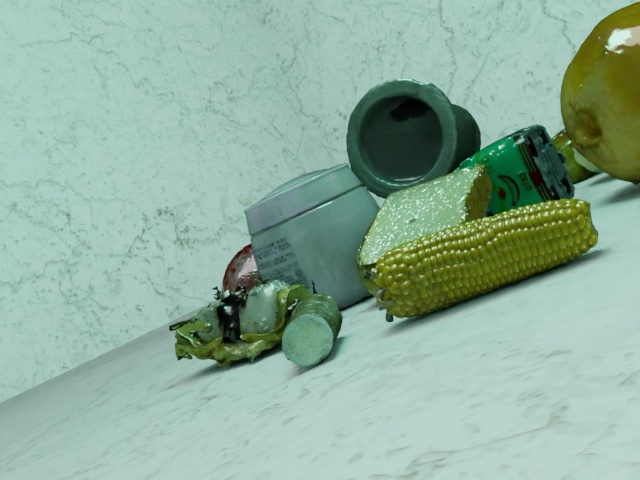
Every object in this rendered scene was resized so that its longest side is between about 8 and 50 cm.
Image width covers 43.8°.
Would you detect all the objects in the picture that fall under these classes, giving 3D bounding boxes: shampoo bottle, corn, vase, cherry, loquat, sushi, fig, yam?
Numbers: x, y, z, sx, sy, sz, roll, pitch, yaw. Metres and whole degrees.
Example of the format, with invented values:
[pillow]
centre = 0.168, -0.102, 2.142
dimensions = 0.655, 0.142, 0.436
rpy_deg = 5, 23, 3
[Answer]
[shampoo bottle]
centre = 0.000, 0.000, 1.573
dimensions = 0.273, 0.266, 0.273
rpy_deg = -23, 4, 1
[corn]
centre = 0.213, 0.019, 1.058
dimensions = 0.305, 0.106, 0.106
rpy_deg = -21, 2, 14
[vase]
centre = 0.218, -0.202, 1.680
dimensions = 0.245, 0.245, 0.291
rpy_deg = -21, -7, 26
[cherry]
centre = -0.127, 0.093, 1.762
dimensions = 0.249, 0.192, 0.175
rpy_deg = -34, -26, -46
[loquat]
centre = 0.590, -0.261, 1.410
dimensions = 0.328, 0.328, 0.328
rpy_deg = -22, 2, 1
[sushi]
centre = -0.139, 0.142, 1.358
dimensions = 0.291, 0.131, 0.139
rpy_deg = -12, 6, 31
[fig]
centre = 0.662, -0.232, 2.058
dimensions = 0.144, 0.154, 0.166
rpy_deg = -54, -13, -66
[yam]
centre = -0.010, 0.123, 1.121
dimensions = 0.078, 0.078, 0.179
rpy_deg = -22, 1, 7

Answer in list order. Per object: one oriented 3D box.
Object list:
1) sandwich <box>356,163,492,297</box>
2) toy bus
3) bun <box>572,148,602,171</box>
[sandwich]
centre = 0.183, -0.012, 1.380
dimensions = 0.226, 0.087, 0.251
rpy_deg = -16, 27, 30
[toy bus]
centre = 0.376, -0.112, 1.578
dimensions = 0.199, 0.183, 0.343
rpy_deg = -25, 0, 25
[bun]
centre = 0.685, -0.221, 1.815
dimensions = 0.220, 0.134, 0.220
rpy_deg = -24, -3, -1
